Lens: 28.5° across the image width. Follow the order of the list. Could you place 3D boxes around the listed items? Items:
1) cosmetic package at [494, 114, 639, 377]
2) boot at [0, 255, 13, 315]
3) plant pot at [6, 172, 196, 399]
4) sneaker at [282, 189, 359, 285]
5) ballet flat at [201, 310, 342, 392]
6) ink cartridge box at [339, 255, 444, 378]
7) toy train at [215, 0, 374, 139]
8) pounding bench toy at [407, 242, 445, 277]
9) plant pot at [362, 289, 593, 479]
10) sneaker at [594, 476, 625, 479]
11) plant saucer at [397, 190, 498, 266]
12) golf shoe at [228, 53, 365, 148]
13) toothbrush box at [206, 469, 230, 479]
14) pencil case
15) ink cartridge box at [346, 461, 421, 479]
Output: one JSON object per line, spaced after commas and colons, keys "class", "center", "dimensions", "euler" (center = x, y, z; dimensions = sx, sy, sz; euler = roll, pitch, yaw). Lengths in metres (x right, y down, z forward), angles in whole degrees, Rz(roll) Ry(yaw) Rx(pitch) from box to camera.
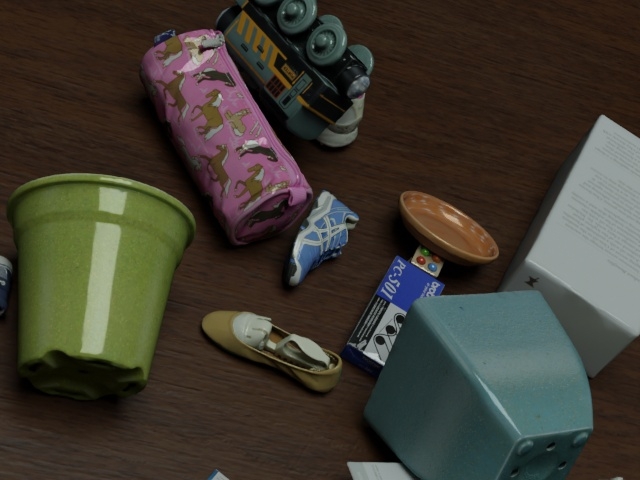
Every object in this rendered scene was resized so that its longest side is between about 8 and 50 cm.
{"class": "cosmetic package", "center": [0.501, 0.001, 2.280], "dimensions": [0.230, 0.161, 0.453], "euler": [34, 48, 2]}
{"class": "boot", "center": [-0.539, 0.053, 1.818], "dimensions": [0.190, 0.069, 0.086], "euler": [10, 48, -20]}
{"class": "plant pot", "center": [-0.325, 0.082, 1.794], "dimensions": [0.276, 0.276, 0.254], "euler": [11, 63, -17]}
{"class": "sneaker", "center": [0.000, 0.000, 2.104], "dimensions": [0.081, 0.080, 0.211], "euler": [28, 49, 2]}
{"class": "ballet flat", "center": [-0.069, 0.156, 1.954], "dimensions": [0.232, 0.073, 0.080], "euler": [25, 48, -5]}
{"class": "ink cartridge box", "center": [0.119, 0.129, 2.070], "dimensions": [0.097, 0.046, 0.207], "euler": [31, 53, 0]}
{"class": "toy train", "center": [-0.054, -0.327, 2.163], "dimensions": [0.334, 0.190, 0.142], "euler": [50, 12, 30]}
{"class": "pounding bench toy", "center": [0.181, 0.037, 2.168], "dimensions": [0.052, 0.065, 0.083], "euler": [30, 47, 0]}
{"class": "plant pot", "center": [0.254, 0.251, 1.861], "dimensions": [0.247, 0.247, 0.252], "euler": [-2, 39, -32]}
{"class": "sneaker", "center": [0.457, 0.445, 1.982], "dimensions": [0.074, 0.063, 0.170], "euler": [11, 46, -18]}
{"class": "plant saucer", "center": [0.218, -0.015, 2.202], "dimensions": [0.200, 0.037, 0.200], "euler": [26, 22, -12]}
{"class": "golf shoe", "center": [-0.039, -0.306, 2.286], "dimensions": [0.306, 0.140, 0.115], "euler": [38, 50, 9]}
{"class": "toothbrush box", "center": [-0.149, 0.478, 1.617], "dimensions": [0.216, 0.126, 0.295], "euler": [38, 44, 7]}
{"class": "pencil case", "center": [-0.159, -0.177, 2.105], "dimensions": [0.160, 0.167, 0.386], "euler": [-22, 67, -19]}
{"class": "ink cartridge box", "center": [0.176, 0.434, 1.812], "dimensions": [0.239, 0.060, 0.275], "euler": [3, 36, -22]}
